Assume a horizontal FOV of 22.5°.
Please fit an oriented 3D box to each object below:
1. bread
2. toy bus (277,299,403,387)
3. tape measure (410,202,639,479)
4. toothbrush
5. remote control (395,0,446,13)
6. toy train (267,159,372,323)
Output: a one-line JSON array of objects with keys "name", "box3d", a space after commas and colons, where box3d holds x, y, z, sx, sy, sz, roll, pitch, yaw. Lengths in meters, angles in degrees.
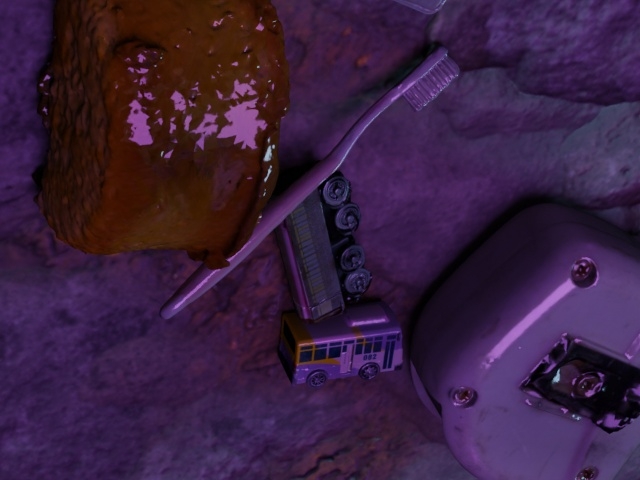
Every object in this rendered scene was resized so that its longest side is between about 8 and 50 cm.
[{"name": "bread", "box3d": [-0.106, -0.086, 1.138, 0.160, 0.147, 0.261, -1, 123, -26]}, {"name": "toy bus", "box3d": [0.019, 0.086, 1.374, 0.102, 0.052, 0.058, -7, 126, -17]}, {"name": "tape measure", "box3d": [0.212, 0.110, 1.429, 0.265, 0.130, 0.258, 21, 115, -33]}, {"name": "toothbrush", "box3d": [-0.007, -0.042, 1.247, 0.307, 0.025, 0.029, -43, 98, -7]}, {"name": "remote control", "box3d": [-0.010, -0.257, 1.123, 0.313, 0.055, 0.109, 17, 121, -37]}, {"name": "toy train", "box3d": [0.000, 0.000, 1.313, 0.071, 0.038, 0.148, -21, 128, -10]}]
